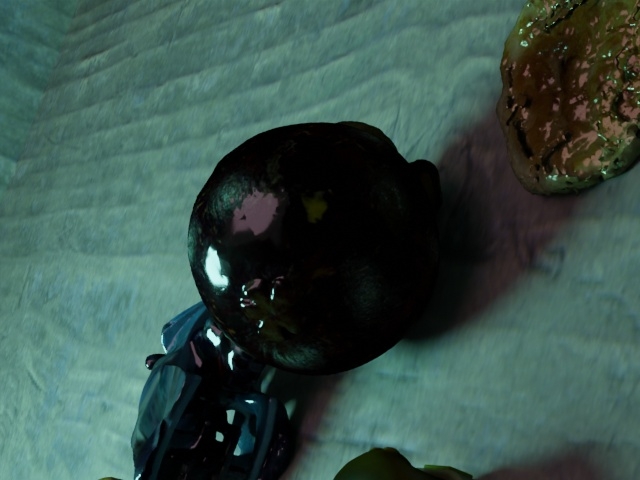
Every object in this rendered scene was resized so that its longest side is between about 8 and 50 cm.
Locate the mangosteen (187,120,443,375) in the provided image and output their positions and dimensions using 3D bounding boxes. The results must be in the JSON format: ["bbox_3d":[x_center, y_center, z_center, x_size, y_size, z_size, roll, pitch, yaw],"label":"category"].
[{"bbox_3d":[0.000,0.000,1.708,0.288,0.288,0.288,-43,34,39],"label":"mangosteen"}]

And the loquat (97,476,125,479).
[{"bbox_3d":[-0.268,0.367,2.050,0.137,0.137,0.113,-54,24,24],"label":"loquat"}]

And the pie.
[{"bbox_3d":[0.262,-0.170,1.585,0.274,0.055,0.274,-37,43,45],"label":"pie"}]

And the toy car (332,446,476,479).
[{"bbox_3d":[0.033,0.305,1.444,0.204,0.198,0.247,-10,59,61],"label":"toy car"}]

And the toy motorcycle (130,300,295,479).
[{"bbox_3d":[-0.146,0.236,1.916,0.232,0.172,0.416,-142,69,-70],"label":"toy motorcycle"}]
